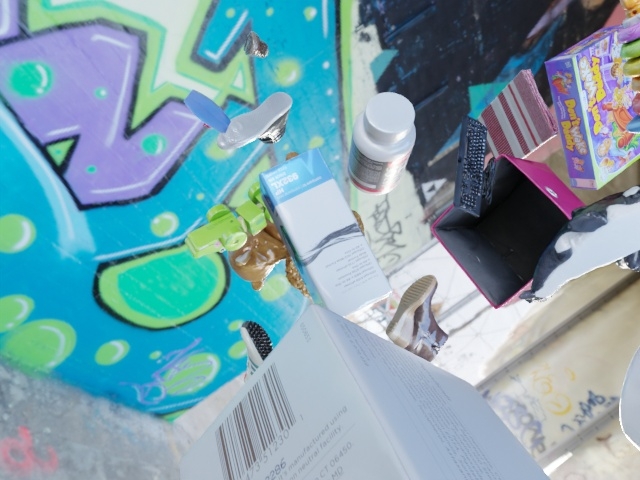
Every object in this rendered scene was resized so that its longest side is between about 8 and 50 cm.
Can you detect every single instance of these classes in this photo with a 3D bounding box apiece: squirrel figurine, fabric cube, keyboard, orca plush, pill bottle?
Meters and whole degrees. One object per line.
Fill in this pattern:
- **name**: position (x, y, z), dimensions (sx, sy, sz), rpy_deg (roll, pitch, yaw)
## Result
- **squirrel figurine**: position (-0.082, 0.007, 1.514), dimensions (0.397, 0.370, 0.281), rpy_deg (41, -19, 25)
- **fabric cube**: position (0.479, -0.023, 1.195), dimensions (0.258, 0.259, 0.254), rpy_deg (-3, 50, -46)
- **keyboard**: position (0.306, -0.143, 0.965), dimensions (0.100, 0.191, 0.038), rpy_deg (17, -15, -33)
- **orca plush**: position (0.448, -0.004, 0.835), dimensions (0.287, 0.151, 0.102), rpy_deg (107, -5, -45)
- **pill bottle**: position (0.174, -0.275, 1.444), dimensions (0.176, 0.176, 0.318), rpy_deg (54, -14, 17)

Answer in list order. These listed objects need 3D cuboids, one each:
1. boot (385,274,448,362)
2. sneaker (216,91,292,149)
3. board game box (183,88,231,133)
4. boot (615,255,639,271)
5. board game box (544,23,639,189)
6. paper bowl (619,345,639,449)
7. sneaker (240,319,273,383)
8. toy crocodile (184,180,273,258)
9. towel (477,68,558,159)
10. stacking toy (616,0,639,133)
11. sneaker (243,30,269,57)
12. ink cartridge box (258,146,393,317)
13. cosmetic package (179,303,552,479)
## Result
- **boot**: position (0.335, 0.249, 1.584), dimensions (0.207, 0.248, 0.090), rpy_deg (35, 0, -27)
- **sneaker**: position (-0.205, -0.344, 1.615), dimensions (0.105, 0.296, 0.146), rpy_deg (40, -26, 16)
- **board game box**: position (-0.313, -0.340, 1.363), dimensions (0.133, 0.033, 0.168), rpy_deg (38, 25, -21)
- **boot**: position (1.115, -0.026, 1.622), dimensions (0.118, 0.338, 0.223), rpy_deg (59, 21, 11)
- **board game box**: position (0.717, -0.338, 1.288), dimensions (0.078, 0.233, 0.347), rpy_deg (20, -42, 60)
- **paper bowl**: position (0.602, 0.261, 0.818), dimensions (0.148, 0.284, 0.284), rpy_deg (15, -33, 52)
- **sneaker**: position (-0.112, 0.219, 0.878), dimensions (0.161, 0.075, 0.057), rpy_deg (62, 19, -14)
- **toy crocodile**: position (-0.188, -0.054, 1.309), dimensions (0.115, 0.341, 0.105), rpy_deg (46, -22, 31)
- **towel**: position (0.660, -0.395, 1.708), dimensions (0.329, 0.037, 0.236), rpy_deg (123, -52, -74)
- **stacking toy**: position (0.598, -0.361, 0.897), dimensions (0.301, 0.166, 0.175), rpy_deg (54, -16, -8)
- **sneaker**: position (-0.179, -0.564, 1.456), dimensions (0.071, 0.066, 0.188), rpy_deg (14, 21, -18)
- **ink cartridge box**: position (0.000, 0.000, 1.013), dimensions (0.307, 0.129, 0.223), rpy_deg (63, -9, 4)
- **cosmetic package**: position (0.081, 0.357, 0.674), dimensions (0.394, 0.329, 0.327), rpy_deg (31, 12, -33)
